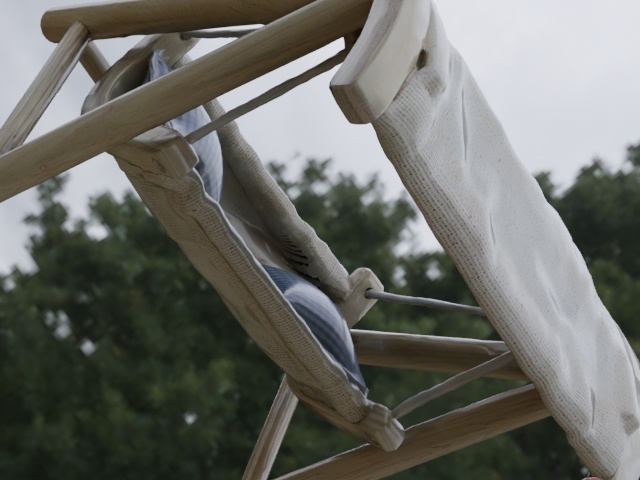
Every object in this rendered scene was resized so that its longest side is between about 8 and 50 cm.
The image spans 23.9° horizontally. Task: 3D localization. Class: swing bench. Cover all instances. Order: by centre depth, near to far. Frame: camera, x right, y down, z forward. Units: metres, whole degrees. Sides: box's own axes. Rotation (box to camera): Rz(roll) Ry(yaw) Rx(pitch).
[{"bbox_3d":[0.000,0.000,0.719,0.255,0.165,0.253,-12,-53,31],"label":"swing bench"}]

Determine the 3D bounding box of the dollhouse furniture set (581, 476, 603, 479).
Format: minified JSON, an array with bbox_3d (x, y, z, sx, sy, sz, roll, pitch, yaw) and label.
[{"bbox_3d":[0.099,0.115,0.304,0.129,0.184,0.129,49,-34,30],"label":"dollhouse furniture set"}]
